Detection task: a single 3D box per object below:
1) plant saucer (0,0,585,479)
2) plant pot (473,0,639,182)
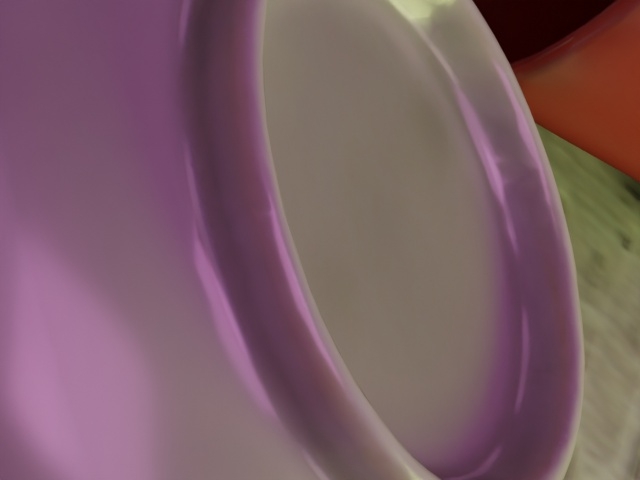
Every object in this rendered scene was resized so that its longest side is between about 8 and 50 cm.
[{"bbox_3d":[0.000,0.000,0.479,0.400,0.100,0.401,36,46,-47],"label":"plant saucer"},{"bbox_3d":[0.237,-0.108,0.638,0.243,0.275,0.275,35,62,-15],"label":"plant pot"}]
